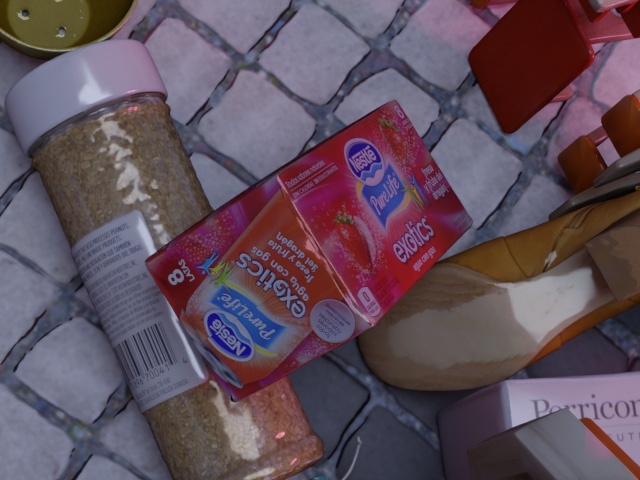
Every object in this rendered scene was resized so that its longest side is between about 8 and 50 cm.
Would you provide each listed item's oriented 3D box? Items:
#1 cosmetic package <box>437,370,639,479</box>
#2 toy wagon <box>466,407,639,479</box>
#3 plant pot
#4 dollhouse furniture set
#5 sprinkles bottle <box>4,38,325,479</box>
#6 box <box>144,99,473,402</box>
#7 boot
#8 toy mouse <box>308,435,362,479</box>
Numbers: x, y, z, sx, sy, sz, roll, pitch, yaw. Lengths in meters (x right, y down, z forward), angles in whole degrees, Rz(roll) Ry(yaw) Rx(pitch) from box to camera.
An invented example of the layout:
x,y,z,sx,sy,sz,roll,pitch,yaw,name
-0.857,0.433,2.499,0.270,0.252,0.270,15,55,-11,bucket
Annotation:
x,y,z,sx,sy,sz,roll,pitch,yaw,name
0.242,0.332,1.163,0.230,0.161,0.453,-3,77,-14,cosmetic package
0.193,0.273,0.942,0.068,0.267,0.344,-24,82,-14,toy wagon
-0.213,-0.197,1.220,0.134,0.095,0.134,3,76,-12,plant pot
0.191,-0.171,1.224,0.135,0.259,0.262,-20,78,-28,dollhouse furniture set
-0.120,0.028,1.173,0.121,0.121,0.355,-22,83,-18,sprinkles bottle
0.000,0.000,1.127,0.123,0.128,0.257,57,27,-3,box
0.193,0.031,1.246,0.211,0.295,0.104,-21,88,-57,boot
0.024,0.226,1.205,0.161,0.031,0.143,3,76,-13,toy mouse
